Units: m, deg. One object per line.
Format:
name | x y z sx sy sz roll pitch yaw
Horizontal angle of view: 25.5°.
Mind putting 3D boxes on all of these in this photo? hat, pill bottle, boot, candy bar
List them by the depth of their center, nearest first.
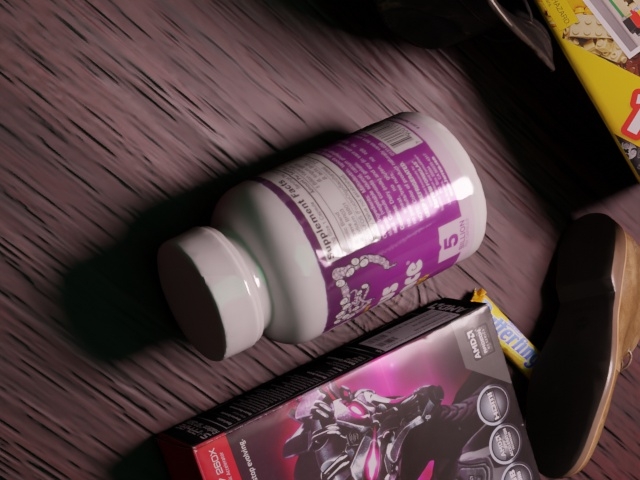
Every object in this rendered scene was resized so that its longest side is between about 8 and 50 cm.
pill bottle | 0.000 0.000 1.383 0.302 0.169 0.169 -26 104 -25
hat | 0.114 -0.277 1.425 0.134 0.331 0.331 -27 109 19
boot | 0.314 0.129 1.585 0.115 0.112 0.305 31 66 -37
candy bar | 0.215 0.115 1.590 0.161 0.018 0.040 45 71 -23

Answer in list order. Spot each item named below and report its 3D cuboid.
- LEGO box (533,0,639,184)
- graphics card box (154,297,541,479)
LEGO box | 0.413 -0.309 1.465 0.372 0.193 0.500 -29 106 19
graphics card box | 0.041 0.233 1.457 0.371 0.094 0.232 -23 102 -27
